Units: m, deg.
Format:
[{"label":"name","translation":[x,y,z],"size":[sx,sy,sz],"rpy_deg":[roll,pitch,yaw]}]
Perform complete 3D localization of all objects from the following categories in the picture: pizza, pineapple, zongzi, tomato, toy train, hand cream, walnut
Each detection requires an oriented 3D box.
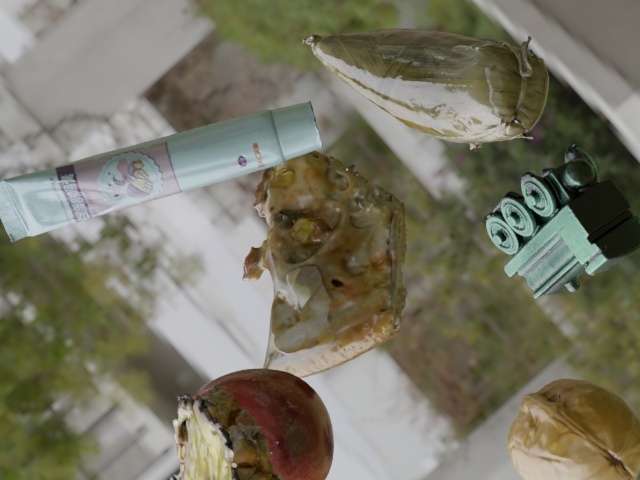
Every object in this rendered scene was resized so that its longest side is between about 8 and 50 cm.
[{"label":"pizza","translation":[0.000,0.000,1.975],"size":[0.071,0.189,0.297],"rpy_deg":[43,-143,-53]},{"label":"pineapple","translation":[-0.057,0.197,1.250],"size":[0.221,0.047,0.221],"rpy_deg":[170,90,-71]},{"label":"zongzi","translation":[0.093,-0.148,1.619],"size":[0.197,0.099,0.194],"rpy_deg":[19,176,-13]},{"label":"tomato","translation":[-0.051,0.190,1.741],"size":[0.091,0.159,0.139],"rpy_deg":[167,102,-66]},{"label":"toy train","translation":[0.206,-0.008,1.579],"size":[0.111,0.071,0.170],"rpy_deg":[57,156,10]},{"label":"hand cream","translation":[-0.162,-0.074,1.829],"size":[0.085,0.331,0.058],"rpy_deg":[73,-176,-50]},{"label":"walnut","translation":[0.319,0.253,2.303],"size":[0.159,0.159,0.207],"rpy_deg":[47,172,-23]}]
